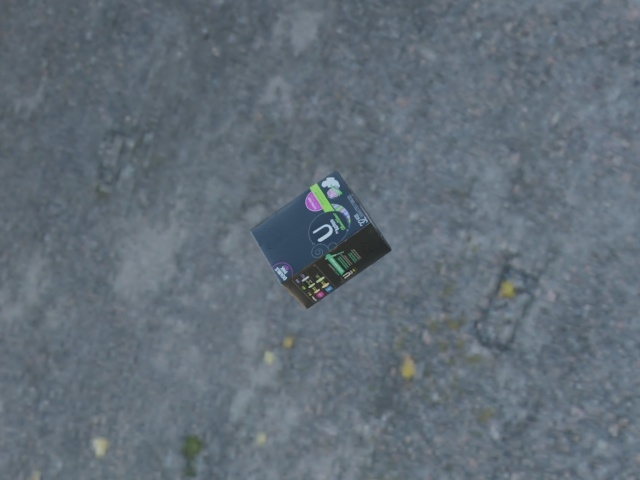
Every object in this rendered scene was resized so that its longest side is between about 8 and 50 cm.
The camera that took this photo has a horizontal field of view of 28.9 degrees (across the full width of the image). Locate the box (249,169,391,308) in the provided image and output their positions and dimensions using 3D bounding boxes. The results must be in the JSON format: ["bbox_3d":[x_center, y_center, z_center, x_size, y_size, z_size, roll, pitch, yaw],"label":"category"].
[{"bbox_3d":[0.000,0.000,0.960,0.083,0.052,0.062,-35,55,5],"label":"box"}]
